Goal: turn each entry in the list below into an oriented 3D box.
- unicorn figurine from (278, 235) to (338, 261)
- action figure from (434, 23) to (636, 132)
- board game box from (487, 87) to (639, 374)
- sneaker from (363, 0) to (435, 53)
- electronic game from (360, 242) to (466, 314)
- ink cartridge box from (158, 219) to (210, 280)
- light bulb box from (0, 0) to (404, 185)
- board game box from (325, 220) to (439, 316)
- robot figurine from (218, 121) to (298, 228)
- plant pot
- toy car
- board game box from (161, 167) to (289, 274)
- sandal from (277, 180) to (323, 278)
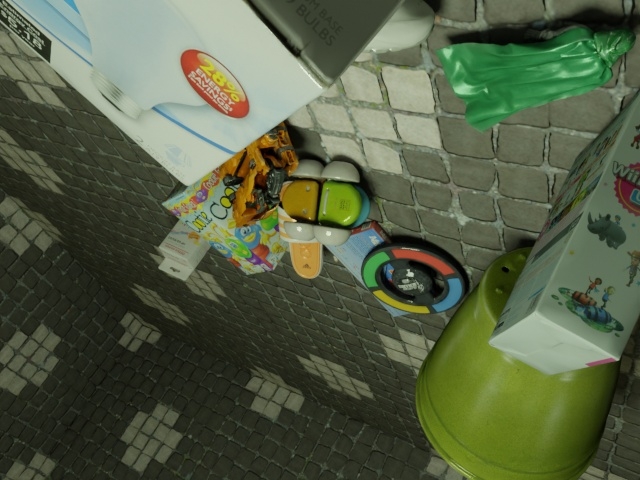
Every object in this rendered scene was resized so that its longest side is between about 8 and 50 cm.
[{"bbox_3d":[0.000,0.000,1.415,0.161,0.060,0.111,-3,140,26],"label":"unicorn figurine"},{"bbox_3d":[0.263,-0.210,0.726,0.137,0.064,0.232,48,154,-26],"label":"action figure"},{"bbox_3d":[0.323,-0.003,0.705,0.097,0.304,0.224,27,167,10],"label":"board game box"},{"bbox_3d":[0.013,-0.337,0.734,0.297,0.111,0.129,29,143,-1],"label":"sneaker"},{"bbox_3d":[0.198,0.086,1.296,0.229,0.048,0.229,14,141,11],"label":"electronic game"},{"bbox_3d":[-0.379,0.011,1.698,0.104,0.181,0.062,21,153,20],"label":"ink cartridge box"},{"bbox_3d":[-0.133,-0.270,0.525,0.358,0.225,0.361,42,159,-16],"label":"light bulb box"},{"bbox_3d":[0.147,0.072,1.364,0.145,0.027,0.281,-17,127,40],"label":"board game box"},{"bbox_3d":[-0.128,-0.145,1.191,0.291,0.084,0.211,-41,65,59],"label":"robot figurine"},{"bbox_3d":[0.375,0.211,1.080,0.366,0.367,0.353,22,142,19],"label":"plant pot"},{"bbox_3d":[0.019,-0.072,1.182,0.181,0.159,0.136,9,-179,39],"label":"toy car"},{"bbox_3d":[-0.207,-0.062,1.420,0.275,0.144,0.142,42,152,-22],"label":"board game box"},{"bbox_3d":[-0.040,-0.006,1.328,0.101,0.076,0.266,3,125,15],"label":"sandal"}]
